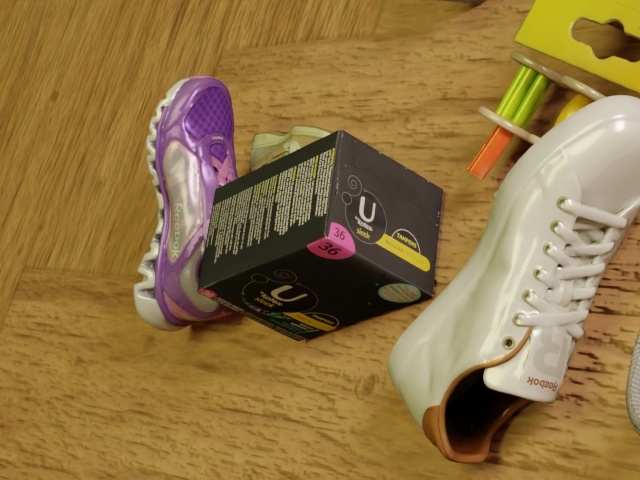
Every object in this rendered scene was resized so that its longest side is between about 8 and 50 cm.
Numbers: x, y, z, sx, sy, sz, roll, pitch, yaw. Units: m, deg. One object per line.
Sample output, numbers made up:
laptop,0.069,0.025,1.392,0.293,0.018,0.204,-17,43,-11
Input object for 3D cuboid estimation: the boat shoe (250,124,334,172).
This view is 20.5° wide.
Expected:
boat shoe,-0.018,-0.072,1.572,0.153,0.056,0.048,1,75,56

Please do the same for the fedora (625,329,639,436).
fedora,0.278,0.084,1.007,0.275,0.124,0.243,24,87,56

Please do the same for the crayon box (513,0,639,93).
crayon box,0.291,-0.242,1.251,0.318,0.081,0.202,-59,35,4

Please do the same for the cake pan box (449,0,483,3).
cake pan box,0.135,-0.359,1.440,0.267,0.070,0.245,132,134,-57

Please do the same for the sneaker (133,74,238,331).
sneaker,-0.099,-0.031,1.599,0.105,0.095,0.236,6,92,45

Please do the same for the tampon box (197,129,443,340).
tampon box,0.000,0.000,1.436,0.161,0.120,0.101,-22,50,44

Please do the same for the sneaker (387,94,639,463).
sneaker,0.161,0.039,1.225,0.290,0.106,0.123,-58,35,27

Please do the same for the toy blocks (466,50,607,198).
toy blocks,0.150,-0.059,1.339,0.148,0.054,0.123,-60,35,5
